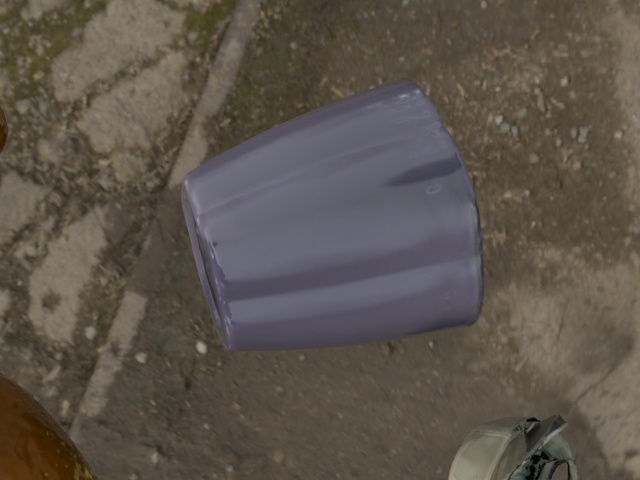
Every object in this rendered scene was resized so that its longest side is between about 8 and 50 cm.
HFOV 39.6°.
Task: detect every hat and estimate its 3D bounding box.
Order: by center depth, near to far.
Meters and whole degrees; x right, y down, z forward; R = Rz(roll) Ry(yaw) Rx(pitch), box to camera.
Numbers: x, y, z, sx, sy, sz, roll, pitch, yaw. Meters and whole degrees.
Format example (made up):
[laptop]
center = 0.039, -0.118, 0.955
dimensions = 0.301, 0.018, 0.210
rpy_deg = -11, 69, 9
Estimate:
[hat]
center = 0.230, 0.323, 1.085
dimensions = 0.161, 0.275, 0.232
rpy_deg = -4, 90, 17

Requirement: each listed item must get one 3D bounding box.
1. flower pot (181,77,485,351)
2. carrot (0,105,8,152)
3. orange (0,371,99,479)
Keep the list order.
[flower pot]
center = 0.000, 0.000, 0.875
dimensions = 0.243, 0.265, 0.265
rpy_deg = -18, 64, -12
[carrot]
center = -0.251, -0.106, 0.495
dimensions = 0.067, 0.225, 0.067
rpy_deg = -9, 61, 16
[orange]
center = -0.297, 0.190, 0.589
dimensions = 0.334, 0.196, 0.262
rpy_deg = 36, 60, 29
